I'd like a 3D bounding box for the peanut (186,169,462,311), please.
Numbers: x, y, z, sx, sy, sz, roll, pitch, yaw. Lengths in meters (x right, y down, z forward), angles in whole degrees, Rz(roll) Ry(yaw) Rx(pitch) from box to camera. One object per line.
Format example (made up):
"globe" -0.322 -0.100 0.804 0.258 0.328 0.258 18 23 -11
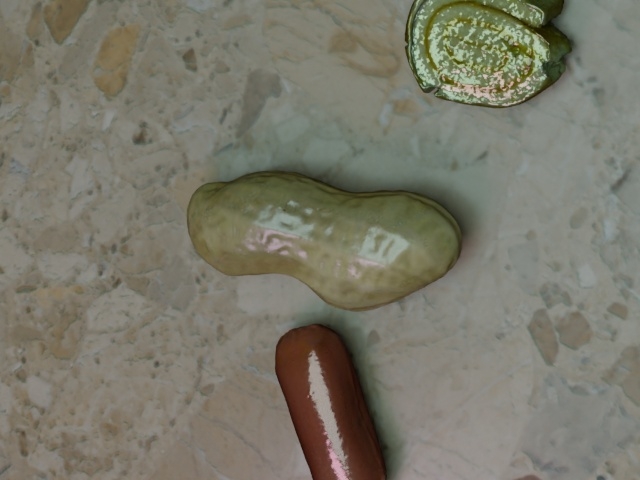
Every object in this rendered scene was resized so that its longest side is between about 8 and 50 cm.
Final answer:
"peanut" 0.000 0.000 1.757 0.275 0.111 0.125 10 115 18

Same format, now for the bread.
"bread" 0.155 -0.184 1.708 0.156 0.064 0.117 13 105 13

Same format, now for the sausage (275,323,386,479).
"sausage" 0.011 0.175 1.790 0.077 0.077 0.194 -19 91 18
